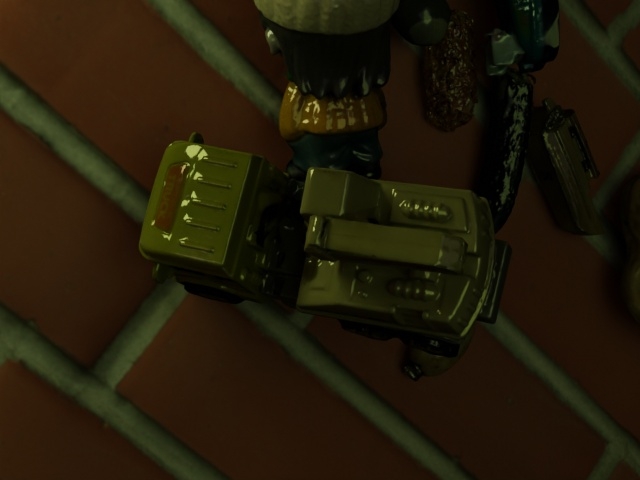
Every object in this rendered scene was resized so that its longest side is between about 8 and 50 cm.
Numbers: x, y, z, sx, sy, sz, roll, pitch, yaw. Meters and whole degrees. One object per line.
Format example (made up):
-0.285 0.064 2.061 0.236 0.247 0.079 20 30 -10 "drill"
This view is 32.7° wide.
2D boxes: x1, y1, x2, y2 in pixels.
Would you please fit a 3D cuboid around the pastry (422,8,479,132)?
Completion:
0.180 -0.230 1.472 0.087 0.063 0.169 -11 99 -28 "pastry"

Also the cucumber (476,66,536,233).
0.256 -0.120 1.518 0.067 0.067 0.245 6 92 -27 "cucumber"

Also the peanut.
0.518 0.040 1.621 0.159 0.143 0.291 -25 103 -33 "peanut"

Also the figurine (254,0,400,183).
0.020 -0.223 1.314 0.185 0.204 0.332 -18 103 -26 "figurine"

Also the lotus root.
0.173 0.132 1.504 0.072 0.063 0.152 38 81 -14 "lotus root"

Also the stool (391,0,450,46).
0.134 -0.373 1.390 0.153 0.139 0.228 -35 104 -21 "stool"

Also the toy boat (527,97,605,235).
0.357 -0.105 1.570 0.088 0.068 0.226 -36 109 -25 "toy boat"

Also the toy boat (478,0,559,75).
0.249 -0.376 1.453 0.092 0.134 0.298 -5 85 -3 "toy boat"

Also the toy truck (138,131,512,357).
0.000 0.000 1.218 0.405 0.254 0.180 12 79 17 "toy truck"
